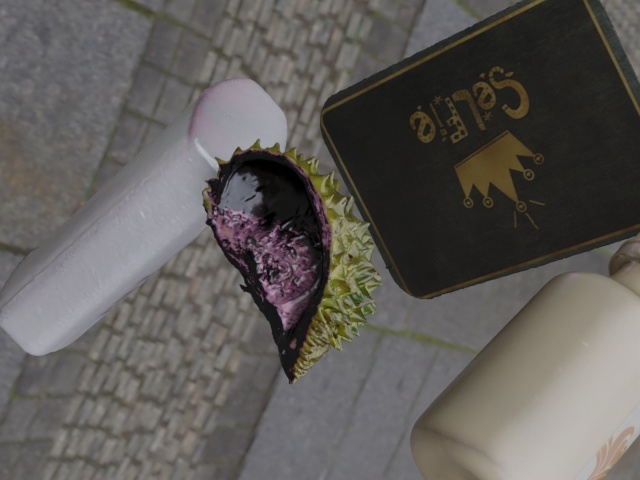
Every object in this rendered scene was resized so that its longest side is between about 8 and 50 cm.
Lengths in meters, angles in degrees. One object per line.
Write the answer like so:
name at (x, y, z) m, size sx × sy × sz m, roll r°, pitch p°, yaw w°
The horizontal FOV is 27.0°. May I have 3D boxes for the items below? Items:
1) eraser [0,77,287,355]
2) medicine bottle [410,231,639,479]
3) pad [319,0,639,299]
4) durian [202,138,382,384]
eraser at (-0.159, -0.023, 1.191) m, size 0.270 × 0.095 × 0.174 m, roll -40°, pitch -170°, yaw 26°
medicine bottle at (0.177, 0.082, 0.892) m, size 0.252 × 0.114 × 0.114 m, roll -44°, pitch 144°, yaw -22°
pad at (0.133, -0.102, 1.291) m, size 0.063 × 0.375 × 0.315 m, roll -31°, pitch 96°, yaw -46°
durian at (0.002, 0.001, 1.020) m, size 0.108 × 0.186 × 0.119 m, roll 6°, pitch 137°, yaw -50°
